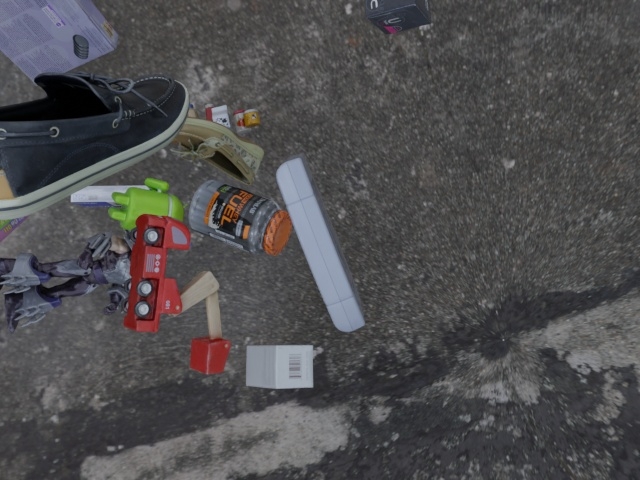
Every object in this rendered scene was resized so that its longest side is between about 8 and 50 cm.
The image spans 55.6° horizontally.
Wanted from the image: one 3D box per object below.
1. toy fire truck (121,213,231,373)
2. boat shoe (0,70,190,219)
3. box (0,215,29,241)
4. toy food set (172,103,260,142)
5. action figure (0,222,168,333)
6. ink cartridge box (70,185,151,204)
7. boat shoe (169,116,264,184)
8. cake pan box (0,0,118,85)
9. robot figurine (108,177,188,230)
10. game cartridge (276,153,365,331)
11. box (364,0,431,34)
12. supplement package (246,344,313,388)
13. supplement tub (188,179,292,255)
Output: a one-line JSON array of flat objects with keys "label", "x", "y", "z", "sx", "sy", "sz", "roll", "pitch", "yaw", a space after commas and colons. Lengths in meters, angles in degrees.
[{"label": "toy fire truck", "x": -0.174, "y": 0.069, "z": 0.760, "sx": 0.047, "sy": 0.135, "sz": 0.192, "roll": 2, "pitch": 85, "yaw": 50}, {"label": "boat shoe", "x": -0.384, "y": -0.206, "z": 1.005, "sx": 0.186, "sy": 0.500, "sz": 0.156, "roll": 10, "pitch": 122, "yaw": 22}, {"label": "box", "x": -0.694, "y": -0.055, "z": 1.085, "sx": 0.243, "sy": 0.117, "sz": 0.213, "roll": 13, "pitch": 47, "yaw": 19}, {"label": "toy food set", "x": -0.274, "y": -0.320, "z": 1.559, "sx": 0.232, "sy": 0.111, "sz": 0.104, "roll": -13, "pitch": 88, "yaw": 3}, {"label": "action figure", "x": -0.406, "y": 0.063, "z": 1.055, "sx": 0.285, "sy": 0.185, "sz": 0.099, "roll": -14, "pitch": 42, "yaw": -9}, {"label": "ink cartridge box", "x": -0.547, "y": -0.117, "z": 1.626, "sx": 0.207, "sy": 0.097, "sz": 0.046, "roll": 0, "pitch": 85, "yaw": 1}, {"label": "boat shoe", "x": -0.231, "y": -0.199, "z": 1.339, "sx": 0.104, "sy": 0.285, "sz": 0.089, "roll": 7, "pitch": 83, "yaw": 39}, {"label": "cake pan box", "x": -0.645, "y": -0.509, "z": 1.387, "sx": 0.245, "sy": 0.267, "sz": 0.070, "roll": -20, "pitch": 48, "yaw": 16}, {"label": "robot figurine", "x": -0.262, "y": -0.044, "z": 0.930, "sx": 0.067, "sy": 0.115, "sz": 0.101, "roll": 24, "pitch": 102, "yaw": 60}, {"label": "game cartridge", "x": 0.000, "y": 0.000, "z": 1.023, "sx": 0.060, "sy": 0.196, "sz": 0.294, "roll": -22, "pitch": 100, "yaw": 0}, {"label": "box", "x": 0.201, "y": -0.723, "z": 1.636, "sx": 0.143, "sy": 0.165, "sz": 0.270, "roll": -6, "pitch": 88, "yaw": 25}, {"label": "supplement package", "x": -0.105, "y": 0.315, "z": 1.524, "sx": 0.179, "sy": 0.105, "sz": 0.105, "roll": -16, "pitch": 72, "yaw": 58}, {"label": "supplement tub", "x": -0.160, "y": -0.043, "z": 1.232, "sx": 0.190, "sy": 0.117, "sz": 0.117, "roll": 19, "pitch": 87, "yaw": 16}]
